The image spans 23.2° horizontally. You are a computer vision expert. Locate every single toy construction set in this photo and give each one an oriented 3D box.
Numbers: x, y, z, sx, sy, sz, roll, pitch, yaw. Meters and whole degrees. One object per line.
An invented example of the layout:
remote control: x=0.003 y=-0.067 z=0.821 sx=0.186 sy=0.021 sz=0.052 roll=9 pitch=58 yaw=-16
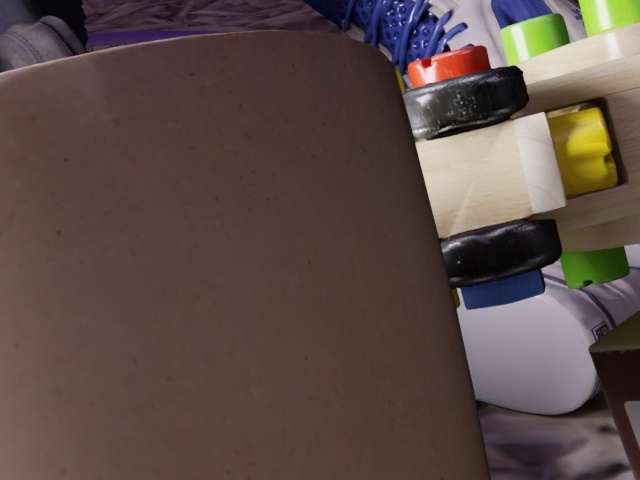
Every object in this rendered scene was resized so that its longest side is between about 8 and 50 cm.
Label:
toy construction set: x=0.029 y=-0.008 z=0.637 sx=0.328 sy=0.151 sz=0.215 roll=-29 pitch=1 yaw=8

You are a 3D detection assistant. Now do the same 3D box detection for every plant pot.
plant pot: x=-0.049 y=0.126 z=0.399 sx=0.257 sy=0.274 sz=0.256 roll=-21 pitch=-9 yaw=-3

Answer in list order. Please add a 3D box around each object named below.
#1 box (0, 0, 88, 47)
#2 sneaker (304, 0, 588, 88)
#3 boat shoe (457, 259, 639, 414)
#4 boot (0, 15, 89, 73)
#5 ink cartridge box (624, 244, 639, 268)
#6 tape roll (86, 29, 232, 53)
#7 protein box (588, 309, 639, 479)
box: x=-0.468 y=-0.195 z=0.936 sx=0.480 sy=0.471 sz=0.297 roll=-32 pitch=25 yaw=3
sneaker: x=0.100 y=-0.141 z=1.113 sx=0.316 sy=0.127 sz=0.182 roll=28 pitch=41 yaw=6
boat shoe: x=0.053 y=0.023 z=0.875 sx=0.268 sy=0.096 sz=0.088 roll=9 pitch=25 yaw=35
boot: x=-0.166 y=0.043 z=0.704 sx=0.223 sy=0.338 sz=0.118 roll=-4 pitch=-18 yaw=-30
ink cartridge box: x=0.203 y=-0.021 z=0.977 sx=0.028 sy=0.048 sz=0.083 roll=6 pitch=25 yaw=32
tape roll: x=-0.122 y=-0.090 z=1.162 sx=0.275 sy=0.090 sz=0.275 roll=1 pitch=18 yaw=0
protein box: x=0.254 y=0.056 z=0.596 sx=0.200 sy=0.136 sz=0.201 roll=-29 pitch=14 yaw=-40
